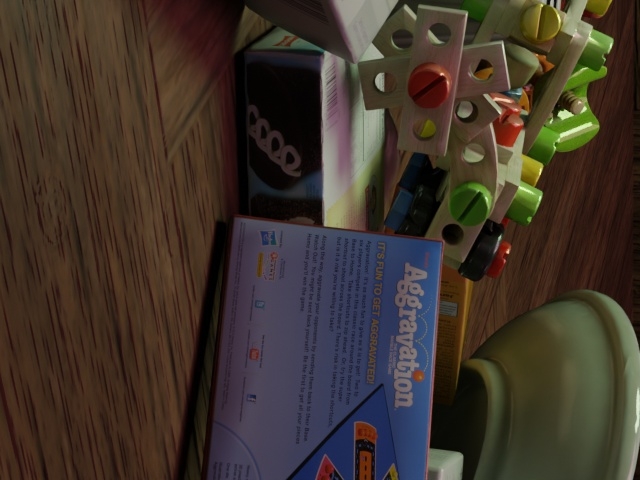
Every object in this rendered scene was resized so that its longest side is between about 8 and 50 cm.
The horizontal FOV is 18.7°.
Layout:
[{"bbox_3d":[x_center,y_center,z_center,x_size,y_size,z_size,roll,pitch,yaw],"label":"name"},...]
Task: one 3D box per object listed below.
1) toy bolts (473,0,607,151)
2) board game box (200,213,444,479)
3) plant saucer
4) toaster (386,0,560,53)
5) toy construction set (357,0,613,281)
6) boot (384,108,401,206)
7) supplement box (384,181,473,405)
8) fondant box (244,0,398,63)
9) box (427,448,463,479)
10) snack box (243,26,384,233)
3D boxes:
[{"bbox_3d":[0.181,-0.211,1.991,0.218,0.158,0.228,-18,132,-30],"label":"toy bolts"},{"bbox_3d":[-0.002,0.128,1.255,0.027,0.145,0.281,115,-18,-74],"label":"board game box"},{"bbox_3d":[0.146,0.220,1.753,0.400,0.100,0.400,-59,-162,32],"label":"plant saucer"},{"bbox_3d":[0.129,-0.253,1.657,0.129,0.146,0.227,-10,103,-75],"label":"toaster"},{"bbox_3d":[0.126,-0.099,1.456,0.215,0.151,0.328,-64,167,21],"label":"toy construction set"},{"bbox_3d":[0.034,-0.046,1.566,0.087,0.042,0.118,-47,139,-63],"label":"boot"},{"bbox_3d":[0.092,0.049,1.673,0.233,0.080,0.078,86,15,-55],"label":"supplement box"},{"bbox_3d":[0.055,-0.303,1.205,0.330,0.096,0.238,-58,164,-10],"label":"fondant box"},{"bbox_3d":[0.059,0.225,1.613,0.087,0.101,0.102,-7,101,-74],"label":"box"},{"bbox_3d":[0.000,0.000,1.410,0.187,0.060,0.322,-50,142,-67],"label":"snack box"}]
